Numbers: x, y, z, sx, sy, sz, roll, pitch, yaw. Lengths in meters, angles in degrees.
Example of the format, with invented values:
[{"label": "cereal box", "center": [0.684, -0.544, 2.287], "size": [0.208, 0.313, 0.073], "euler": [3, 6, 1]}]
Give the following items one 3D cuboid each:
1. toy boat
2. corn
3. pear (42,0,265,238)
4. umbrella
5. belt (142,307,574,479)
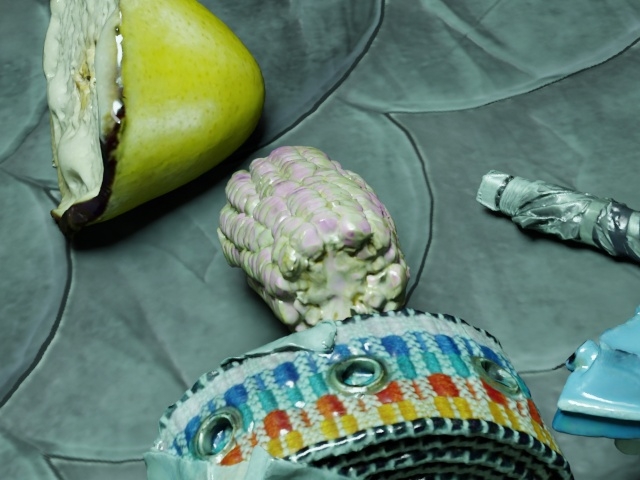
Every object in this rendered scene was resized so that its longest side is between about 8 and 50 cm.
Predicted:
[{"label": "toy boat", "center": [0.255, 0.094, 1.146], "size": [0.238, 0.098, 0.109], "euler": [-3, 36, -25]}, {"label": "corn", "center": [-0.002, -0.001, 1.263], "size": [0.127, 0.126, 0.335], "euler": [-21, 9, -6]}, {"label": "pear", "center": [-0.137, -0.134, 1.515], "size": [0.178, 0.267, 0.267], "euler": [1, 37, -19]}, {"label": "umbrella", "center": [0.204, -0.018, 1.367], "size": [0.188, 0.046, 0.050], "euler": [22, 14, 35]}, {"label": "belt", "center": [0.022, 0.159, 1.108], "size": [0.258, 0.207, 0.150], "euler": [-18, 39, -5]}]
